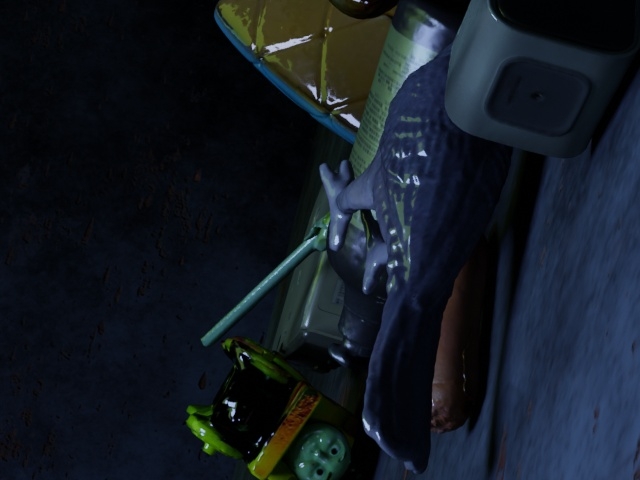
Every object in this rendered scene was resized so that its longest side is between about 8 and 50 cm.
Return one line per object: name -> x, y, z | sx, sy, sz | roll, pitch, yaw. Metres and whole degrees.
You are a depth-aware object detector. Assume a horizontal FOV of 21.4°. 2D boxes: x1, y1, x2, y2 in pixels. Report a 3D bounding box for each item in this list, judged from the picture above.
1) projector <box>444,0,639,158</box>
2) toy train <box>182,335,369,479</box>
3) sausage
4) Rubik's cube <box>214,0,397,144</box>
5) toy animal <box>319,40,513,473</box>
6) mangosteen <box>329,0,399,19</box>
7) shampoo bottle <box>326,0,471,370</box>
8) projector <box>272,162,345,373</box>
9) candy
projector -> 0.117, -0.104, 0.890 | 0.082, 0.083, 0.083 | 110, 174, -51
toy train -> -0.035, 0.158, 1.471 | 0.100, 0.160, 0.296 | -57, 2, -4
sausage -> 0.085, 0.049, 1.070 | 0.047, 0.040, 0.177 | 58, -152, -34
Rubik's cube -> 0.018, -0.175, 1.588 | 0.254, 0.254, 0.254 | -164, 90, -86
toy animal -> 0.061, -0.029, 1.054 | 0.206, 0.081, 0.367 | -20, 45, 63
mangosteen -> 0.043, -0.316, 1.330 | 0.297, 0.297, 0.293 | -82, 11, -62
shampoo bottle -> 0.065, -0.033, 1.203 | 0.101, 0.101, 0.284 | -85, 12, -69
projector -> 0.023, 0.028, 1.621 | 0.269, 0.088, 0.193 | 133, 153, -80
candy -> 0.000, 0.000, 1.438 | 0.305, 0.083, 0.091 | -44, 37, 22
